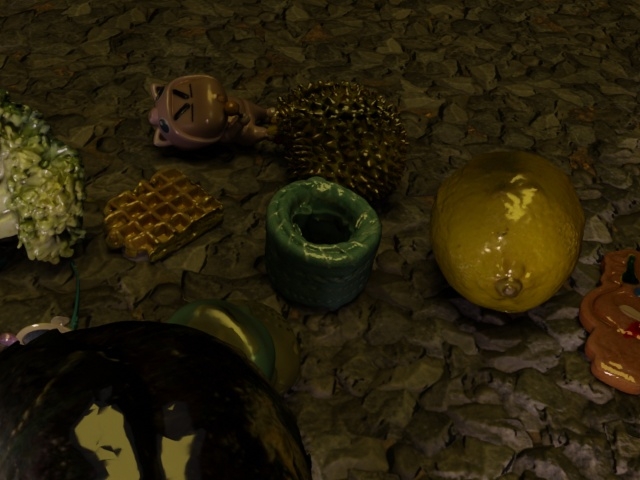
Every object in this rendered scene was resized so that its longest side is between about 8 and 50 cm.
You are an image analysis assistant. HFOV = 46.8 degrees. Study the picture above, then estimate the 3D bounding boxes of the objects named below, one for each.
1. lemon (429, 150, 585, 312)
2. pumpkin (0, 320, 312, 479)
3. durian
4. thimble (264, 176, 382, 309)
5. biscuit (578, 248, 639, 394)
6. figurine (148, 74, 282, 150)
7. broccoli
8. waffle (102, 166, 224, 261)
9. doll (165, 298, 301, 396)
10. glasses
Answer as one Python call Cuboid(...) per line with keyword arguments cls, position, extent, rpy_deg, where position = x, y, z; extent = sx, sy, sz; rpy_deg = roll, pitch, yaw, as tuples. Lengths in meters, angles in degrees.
Cuboid(cls="lemon", position=(0.316, -0.016, 1.272), extent=(0.268, 0.268, 0.322), rpy_deg=(20, 33, 13))
Cuboid(cls="pumpkin", position=(-0.212, 0.297, 0.761), extent=(0.344, 0.454, 0.454), rpy_deg=(22, 25, -48))
Cuboid(cls="durian", position=(0.043, -0.204, 1.463), extent=(0.258, 0.258, 0.293), rpy_deg=(-21, 40, -26))
Cuboid(cls="thimble", position=(0.000, 0.000, 1.304), extent=(0.198, 0.143, 0.235), rpy_deg=(-2, 45, -11))
Cuboid(cls="biscuit", position=(0.566, 0.134, 1.303), extent=(0.202, 0.047, 0.334), rpy_deg=(27, 48, 19))
Cuboid(cls="figurine", position=(-0.210, -0.270, 1.544), extent=(0.287, 0.186, 0.176), rpy_deg=(8, 67, -23))
Cuboid(cls="broccoli", position=(-0.570, -0.076, 1.242), extent=(0.348, 0.293, 0.281), rpy_deg=(48, 41, -13))
Cuboid(cls="waffle", position=(-0.310, -0.045, 1.376), extent=(0.160, 0.055, 0.211), rpy_deg=(37, 53, 27))
Cuboid(cls="doll", position=(-0.124, 0.164, 1.059), extent=(0.177, 0.260, 0.161), rpy_deg=(31, 90, 12))
Cuboid(cls="glasses", position=(-0.480, 0.110, 1.210), extent=(0.189, 0.088, 0.220), rpy_deg=(1, 24, -5))
